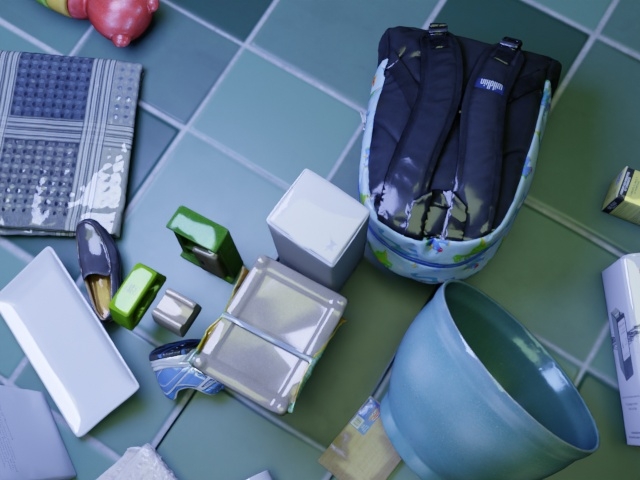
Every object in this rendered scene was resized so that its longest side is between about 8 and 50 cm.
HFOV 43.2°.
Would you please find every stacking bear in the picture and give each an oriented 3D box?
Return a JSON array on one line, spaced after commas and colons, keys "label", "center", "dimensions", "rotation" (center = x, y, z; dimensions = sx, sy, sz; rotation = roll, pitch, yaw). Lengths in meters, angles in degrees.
[{"label": "stacking bear", "center": [-0.406, -0.441, 1.361], "dimensions": [0.289, 0.164, 0.175], "rotation": [37, 81, 6]}]

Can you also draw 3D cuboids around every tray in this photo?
[{"label": "tray", "center": [-0.392, 0.156, 1.260], "dimensions": [0.145, 0.030, 0.270], "rotation": [-40, 77, 15]}]

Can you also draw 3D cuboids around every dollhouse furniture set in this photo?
[{"label": "dollhouse furniture set", "center": [-0.125, 0.115, 1.194], "dimensions": [0.302, 0.151, 0.197], "rotation": [28, 72, 11]}]

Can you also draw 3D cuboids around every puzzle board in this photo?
[{"label": "puzzle board", "center": [0.073, 0.315, 1.223], "dimensions": [0.096, 0.011, 0.128], "rotation": [38, 81, 12]}]

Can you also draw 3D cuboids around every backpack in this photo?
[{"label": "backpack", "center": [0.189, -0.112, 1.209], "dimensions": [0.290, 0.273, 0.355], "rotation": [11, 51, 3]}]

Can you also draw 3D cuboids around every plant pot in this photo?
[{"label": "plant pot", "center": [0.207, 0.226, 1.120], "dimensions": [0.196, 0.293, 0.293], "rotation": [-46, 77, 19]}]

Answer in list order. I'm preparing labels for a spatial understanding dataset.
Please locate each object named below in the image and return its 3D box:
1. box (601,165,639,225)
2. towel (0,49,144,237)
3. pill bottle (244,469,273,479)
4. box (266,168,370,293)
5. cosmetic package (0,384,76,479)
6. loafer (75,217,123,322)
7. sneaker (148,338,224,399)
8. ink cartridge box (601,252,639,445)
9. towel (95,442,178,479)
[{"label": "box", "center": [0.561, -0.037, 1.242], "dimensions": [0.232, 0.087, 0.058], "rotation": [23, 79, 9]}, {"label": "towel", "center": [-0.464, -0.160, 1.353], "dimensions": [0.313, 0.056, 0.324], "rotation": [5, 75, 1]}, {"label": "pill bottle", "center": [-0.077, 0.410, 1.173], "dimensions": [0.078, 0.078, 0.137], "rotation": [-26, 77, -3]}, {"label": "box", "center": [0.000, 0.000, 1.165], "dimensions": [0.113, 0.275, 0.094], "rotation": [35, 79, 7]}, {"label": "cosmetic package", "center": [-0.503, 0.299, 1.068], "dimensions": [0.217, 0.385, 0.156], "rotation": [-25, 78, -5]}, {"label": "loafer", "center": [-0.344, 0.047, 1.262], "dimensions": [0.062, 0.061, 0.170], "rotation": [-21, 91, 7]}, {"label": "sneaker", "center": [-0.151, 0.187, 1.242], "dimensions": [0.211, 0.080, 0.081], "rotation": [-10, 98, 1]}, {"label": "ink cartridge box", "center": [0.542, 0.156, 1.181], "dimensions": [0.199, 0.115, 0.272], "rotation": [-4, 77, 2]}, {"label": "towel", "center": [-0.243, 0.457, 1.187], "dimensions": [0.187, 0.049, 0.282], "rotation": [-42, 78, -6]}]
